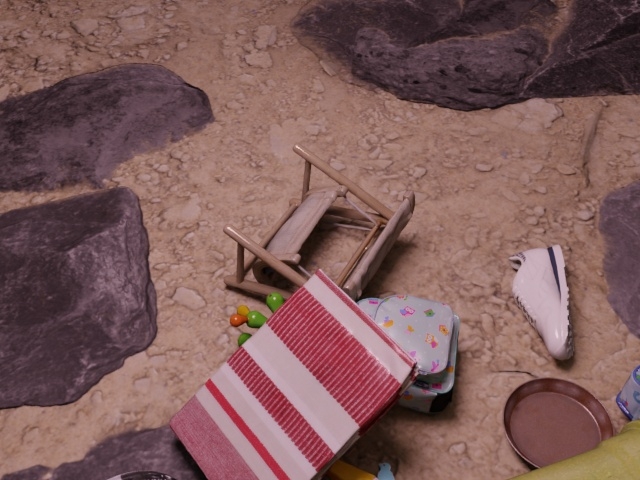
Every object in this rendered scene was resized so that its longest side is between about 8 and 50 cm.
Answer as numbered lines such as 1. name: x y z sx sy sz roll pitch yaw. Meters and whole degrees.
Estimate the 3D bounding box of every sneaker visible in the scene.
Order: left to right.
1. sneaker: 0.380 0.109 1.350 0.095 0.090 0.235 -6 42 12

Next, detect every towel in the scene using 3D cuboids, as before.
1. towel: -0.043 0.227 1.133 0.329 0.037 0.237 -46 56 -2

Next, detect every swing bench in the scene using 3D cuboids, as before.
1. swing bench: 0.000 0.000 1.396 0.255 0.165 0.253 25 52 15

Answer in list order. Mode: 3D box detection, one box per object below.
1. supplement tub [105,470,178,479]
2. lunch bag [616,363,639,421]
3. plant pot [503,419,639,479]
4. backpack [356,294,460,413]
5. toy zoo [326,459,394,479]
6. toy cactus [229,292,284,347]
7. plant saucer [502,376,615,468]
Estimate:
1. supplement tub: -0.197 0.455 0.943 0.194 0.193 0.316 -22 48 -19
2. lunch bag: 0.578 0.261 1.178 0.176 0.090 0.219 -22 49 -33
3. plant pot: 0.311 0.382 0.969 0.254 0.276 0.276 -10 48 -2
4. backpack: 0.121 0.172 1.246 0.189 0.144 0.165 7 53 10
5. toy zoo: 0.005 0.418 1.082 0.192 0.030 0.293 28 53 30
6. toy cactus: -0.051 0.167 1.252 0.219 0.112 0.180 -24 79 28
7. plant saucer: 0.363 0.288 1.209 0.169 0.029 0.168 0 48 0
